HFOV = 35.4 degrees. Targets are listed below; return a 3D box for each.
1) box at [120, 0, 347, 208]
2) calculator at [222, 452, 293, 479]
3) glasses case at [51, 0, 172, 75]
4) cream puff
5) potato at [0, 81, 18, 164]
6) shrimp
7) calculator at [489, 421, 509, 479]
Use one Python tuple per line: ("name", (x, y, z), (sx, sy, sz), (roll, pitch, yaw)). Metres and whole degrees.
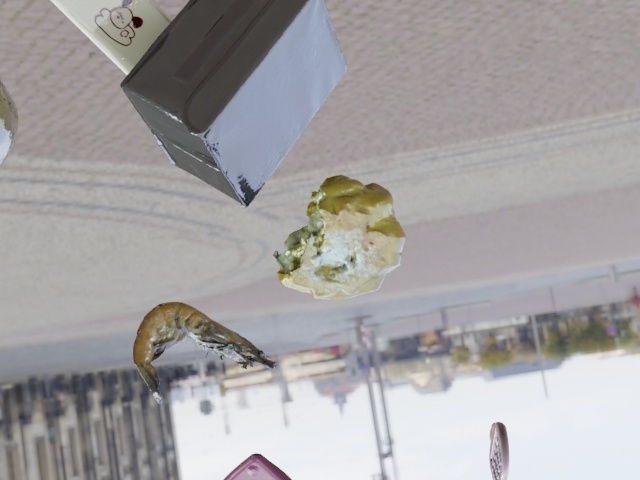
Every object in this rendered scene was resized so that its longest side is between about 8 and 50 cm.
("box", (-0.146, -0.285, 1.794), (0.205, 0.345, 0.251), (28, 163, 27))
("calculator", (-0.057, 0.377, 1.311), (0.126, 0.190, 0.034), (-47, -175, 13))
("glasses case", (-0.367, -0.408, 1.800), (0.131, 0.070, 0.313), (-42, 129, 4))
("cream puff", (0.040, -0.007, 1.628), (0.195, 0.194, 0.221), (0, 132, -54))
("potato", (-0.647, -0.215, 1.825), (0.210, 0.173, 0.307), (-51, -177, -13))
("shrimp", (-0.218, 0.228, 1.820), (0.262, 0.198, 0.051), (27, 146, -8))
("calculator", (0.344, 0.409, 1.928), (0.024, 0.103, 0.166), (5, -155, 1))
